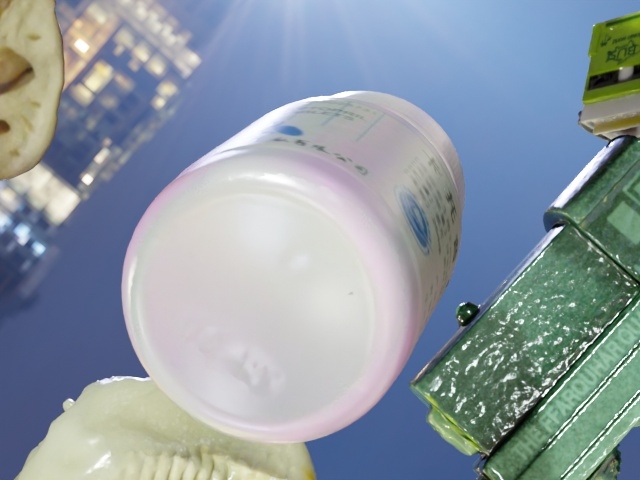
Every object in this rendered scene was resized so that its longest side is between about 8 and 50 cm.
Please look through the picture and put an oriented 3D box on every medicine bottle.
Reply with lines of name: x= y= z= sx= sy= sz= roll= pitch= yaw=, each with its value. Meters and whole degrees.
medicine bottle: x=0.000 y=0.000 z=0.823 sx=0.152 sy=0.152 sz=0.254 roll=-43 pitch=-178 yaw=22

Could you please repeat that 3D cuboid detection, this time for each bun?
bun: x=-0.116 y=0.191 z=1.039 sx=0.229 sy=0.229 sz=0.145 roll=-50 pitch=-148 yaw=-3

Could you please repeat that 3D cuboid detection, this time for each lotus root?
lotus root: x=-0.402 y=-0.201 z=1.397 sx=0.316 sy=0.316 sz=0.250 roll=-51 pitch=-147 yaw=-8

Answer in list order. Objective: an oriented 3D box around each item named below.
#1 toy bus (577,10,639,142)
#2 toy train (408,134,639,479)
toy bus: x=0.355 y=-0.083 z=1.264 sx=0.113 sy=0.301 sz=0.139 roll=-10 pitch=-120 yaw=56
toy train: x=0.206 y=0.072 z=1.149 sx=0.330 sy=0.178 sz=0.138 roll=-46 pitch=174 yaw=-5
